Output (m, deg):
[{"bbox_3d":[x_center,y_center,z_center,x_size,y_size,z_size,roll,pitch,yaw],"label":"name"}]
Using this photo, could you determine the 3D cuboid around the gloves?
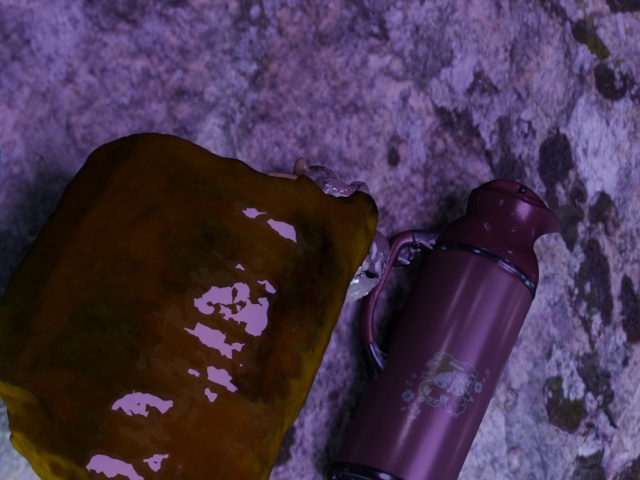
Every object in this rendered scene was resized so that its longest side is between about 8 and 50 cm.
[{"bbox_3d":[0.006,-0.005,1.600,0.144,0.094,0.110,17,93,-52],"label":"gloves"}]

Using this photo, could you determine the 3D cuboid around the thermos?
[{"bbox_3d":[0.108,0.085,1.706,0.330,0.136,0.109,-65,159,-20],"label":"thermos"}]

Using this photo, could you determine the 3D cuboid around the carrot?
[{"bbox_3d":[-0.121,0.081,1.371,0.241,0.241,0.340,47,59,-36],"label":"carrot"}]
